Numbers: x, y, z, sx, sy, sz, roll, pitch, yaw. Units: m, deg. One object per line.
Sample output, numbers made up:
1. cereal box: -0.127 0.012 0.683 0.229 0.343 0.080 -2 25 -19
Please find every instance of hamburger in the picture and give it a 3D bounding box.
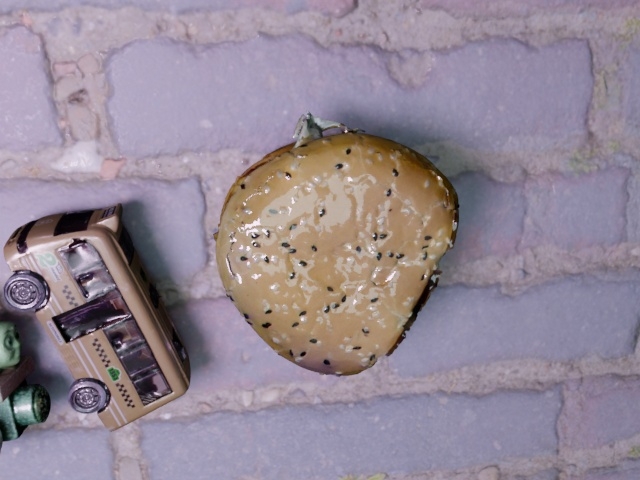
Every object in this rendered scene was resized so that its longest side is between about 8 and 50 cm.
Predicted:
1. hamburger: 0.000 0.000 0.810 0.276 0.195 0.318 23 99 -17

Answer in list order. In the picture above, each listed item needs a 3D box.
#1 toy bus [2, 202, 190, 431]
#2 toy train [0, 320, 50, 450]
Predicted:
1. toy bus: -0.290 0.096 0.818 0.157 0.139 0.289 -23 110 -6
2. toy train: -0.528 0.193 0.809 0.304 0.150 0.221 -7 101 -5
